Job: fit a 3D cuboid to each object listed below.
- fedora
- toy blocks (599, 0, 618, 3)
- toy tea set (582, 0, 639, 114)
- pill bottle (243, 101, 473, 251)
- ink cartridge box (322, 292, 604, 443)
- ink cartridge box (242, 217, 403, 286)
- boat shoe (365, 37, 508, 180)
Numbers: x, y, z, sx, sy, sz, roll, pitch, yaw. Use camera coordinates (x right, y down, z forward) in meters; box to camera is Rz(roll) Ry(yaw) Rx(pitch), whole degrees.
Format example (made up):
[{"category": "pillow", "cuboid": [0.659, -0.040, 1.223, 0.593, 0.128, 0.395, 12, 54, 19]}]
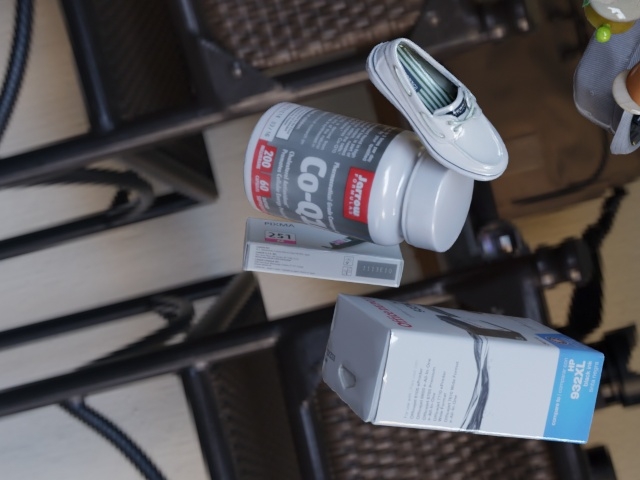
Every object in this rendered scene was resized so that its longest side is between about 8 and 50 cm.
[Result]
[{"category": "fedora", "cuboid": [0.478, -0.268, 1.853, 0.244, 0.124, 0.275, -54, 158, -19]}, {"category": "toy blocks", "cuboid": [0.433, -0.275, 0.939, 0.289, 0.309, 0.260, -61, -172, -19]}, {"category": "toy tea set", "cuboid": [0.430, -0.304, 1.519, 0.336, 0.200, 0.124, -59, 173, -23]}, {"category": "pill bottle", "cuboid": [0.052, -0.084, 1.611, 0.161, 0.283, 0.161, -43, 141, -49]}, {"category": "ink cartridge box", "cuboid": [0.184, 0.169, 1.589, 0.223, 0.307, 0.129, -149, -111, -70]}, {"category": "ink cartridge box", "cuboid": [0.000, 0.000, 2.126, 0.239, 0.275, 0.060, -98, -165, -68]}, {"category": "boat shoe", "cuboid": [0.150, -0.156, 1.445, 0.226, 0.083, 0.076, 38, -17, -13]}]
